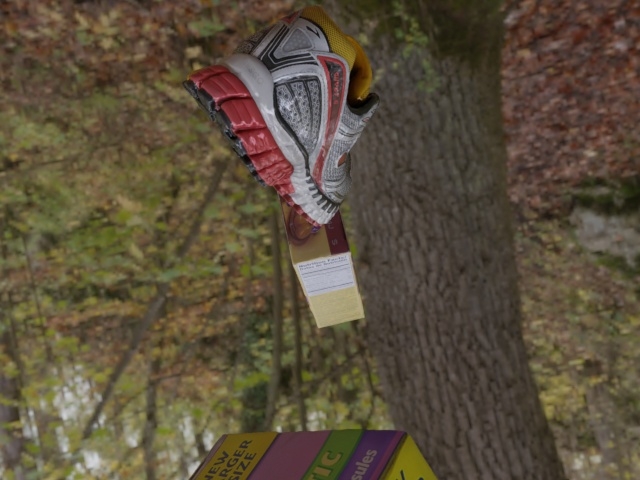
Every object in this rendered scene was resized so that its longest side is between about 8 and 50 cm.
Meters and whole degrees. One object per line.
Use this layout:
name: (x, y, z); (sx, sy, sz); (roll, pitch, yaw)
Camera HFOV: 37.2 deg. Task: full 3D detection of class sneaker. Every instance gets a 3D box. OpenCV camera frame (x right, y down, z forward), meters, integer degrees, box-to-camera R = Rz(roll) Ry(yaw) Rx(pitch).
sneaker: (-0.001, -0.071, 0.572); (0.093, 0.088, 0.225); (-38, 172, 3)

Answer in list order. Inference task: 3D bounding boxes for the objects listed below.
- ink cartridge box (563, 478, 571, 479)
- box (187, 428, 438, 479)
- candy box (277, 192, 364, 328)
ink cartridge box: (0.168, 0.387, 0.931); (0.289, 0.211, 0.121); (-11, -146, -37)
box: (0.004, 0.238, 0.387); (0.117, 0.243, 0.213); (-13, -152, 43)
candy box: (0.000, 0.000, 0.869); (0.053, 0.109, 0.186); (-13, 157, 0)
